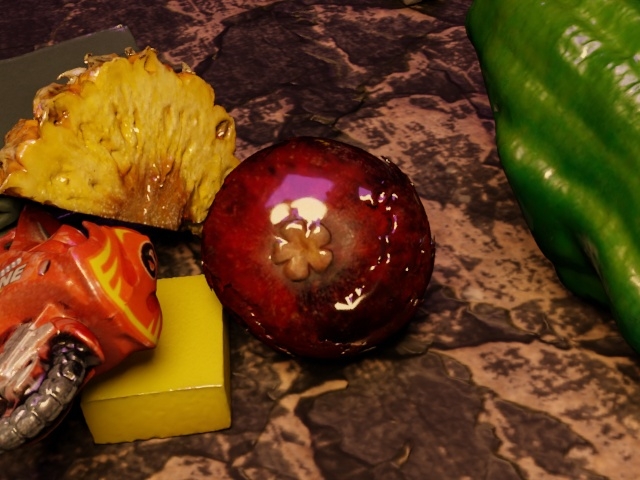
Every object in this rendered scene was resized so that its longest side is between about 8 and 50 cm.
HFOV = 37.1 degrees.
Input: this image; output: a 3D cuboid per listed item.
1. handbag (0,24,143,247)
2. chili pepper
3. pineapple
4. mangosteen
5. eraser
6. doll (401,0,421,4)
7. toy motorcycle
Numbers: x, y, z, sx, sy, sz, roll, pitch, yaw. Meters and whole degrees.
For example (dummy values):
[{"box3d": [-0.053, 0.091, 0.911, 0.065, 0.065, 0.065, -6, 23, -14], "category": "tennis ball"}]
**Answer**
[{"box3d": [-0.255, -0.111, 0.922, 0.260, 0.079, 0.247, -21, 41, -18], "category": "handbag"}, {"box3d": [0.217, -0.057, 0.690, 0.167, 0.213, 0.385, -22, 45, 1], "category": "chili pepper"}, {"box3d": [-0.175, -0.084, 0.756, 0.164, 0.139, 0.250, 10, 0, 41], "category": "pineapple"}, {"box3d": [0.000, 0.000, 0.694, 0.166, 0.166, 0.180, -3, 14, 4], "category": "mangosteen"}, {"box3d": [-0.114, 0.081, 0.686, 0.097, 0.045, 0.122, -8, 38, 0], "category": "eraser"}, {"box3d": [0.106, -0.337, 1.162, 0.094, 0.079, 0.180, 16, 25, -24], "category": "doll"}, {"box3d": [-0.197, 0.051, 0.650, 0.171, 0.089, 0.298, -50, 30, -14], "category": "toy motorcycle"}]
